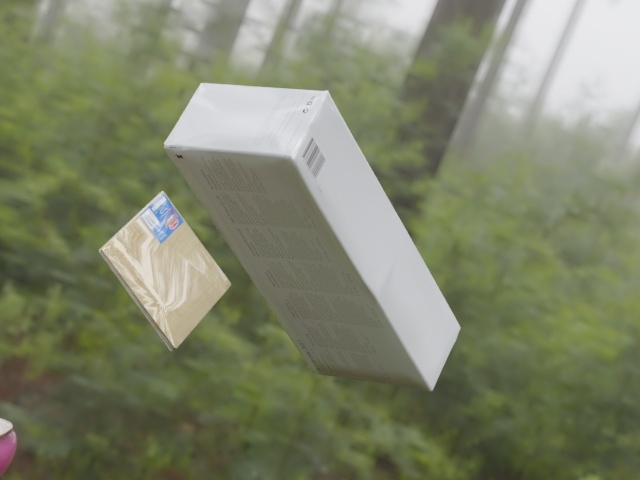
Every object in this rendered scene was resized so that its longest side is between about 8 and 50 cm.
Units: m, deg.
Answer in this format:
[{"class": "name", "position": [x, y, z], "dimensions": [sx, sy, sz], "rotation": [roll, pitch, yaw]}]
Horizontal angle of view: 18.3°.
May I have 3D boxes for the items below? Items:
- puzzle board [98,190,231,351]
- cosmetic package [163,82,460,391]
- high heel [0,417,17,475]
[{"class": "puzzle board", "position": [-0.122, 0.023, 1.562], "dimensions": [0.096, 0.011, 0.128], "rotation": [54, 27, -8]}, {"class": "cosmetic package", "position": [0.000, 0.000, 1.268], "dimensions": [0.099, 0.060, 0.239], "rotation": [5, -36, 32]}, {"class": "high heel", "position": [-0.316, 0.217, 1.121], "dimensions": [0.127, 0.181, 0.377], "rotation": [10, 20, 41]}]
